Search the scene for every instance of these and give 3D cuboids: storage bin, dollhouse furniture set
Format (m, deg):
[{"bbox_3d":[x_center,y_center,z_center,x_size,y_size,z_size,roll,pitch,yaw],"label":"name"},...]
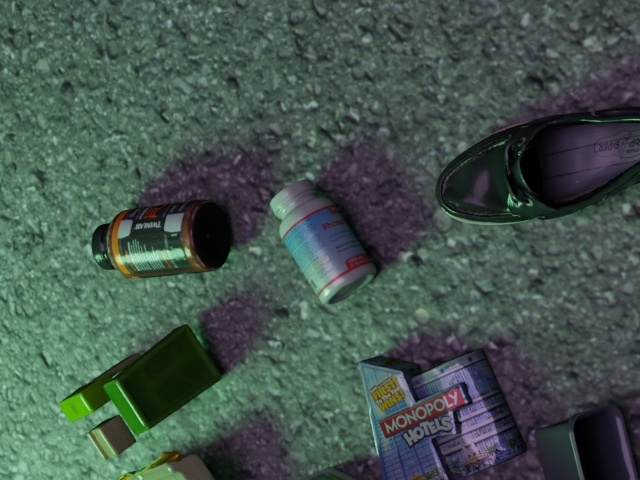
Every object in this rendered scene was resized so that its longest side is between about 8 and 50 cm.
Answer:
[{"bbox_3d":[0.324,0.272,1.533,0.091,0.098,0.135,-18,83,57],"label":"storage bin"},{"bbox_3d":[-0.213,0.307,1.850,0.197,0.151,0.301,-27,97,49],"label":"dollhouse furniture set"}]

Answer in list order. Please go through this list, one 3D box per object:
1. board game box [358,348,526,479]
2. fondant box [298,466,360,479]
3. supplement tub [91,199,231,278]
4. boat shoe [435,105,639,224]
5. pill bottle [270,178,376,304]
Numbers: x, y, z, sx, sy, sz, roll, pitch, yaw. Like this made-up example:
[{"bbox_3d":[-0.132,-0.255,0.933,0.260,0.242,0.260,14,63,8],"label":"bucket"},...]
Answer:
[{"bbox_3d":[0.140,0.225,1.645,0.194,0.060,0.194,-29,79,28],"label":"board game box"},{"bbox_3d":[0.078,0.414,1.588,0.330,0.238,0.096,22,104,27],"label":"fondant box"},{"bbox_3d":[-0.236,0.001,1.821,0.198,0.106,0.106,-6,90,29],"label":"supplement tub"},{"bbox_3d":[0.279,-0.089,1.518,0.340,0.113,0.127,-7,90,30],"label":"boat shoe"},{"bbox_3d":[0.000,0.000,1.697,0.087,0.087,0.160,-39,75,25],"label":"pill bottle"}]
